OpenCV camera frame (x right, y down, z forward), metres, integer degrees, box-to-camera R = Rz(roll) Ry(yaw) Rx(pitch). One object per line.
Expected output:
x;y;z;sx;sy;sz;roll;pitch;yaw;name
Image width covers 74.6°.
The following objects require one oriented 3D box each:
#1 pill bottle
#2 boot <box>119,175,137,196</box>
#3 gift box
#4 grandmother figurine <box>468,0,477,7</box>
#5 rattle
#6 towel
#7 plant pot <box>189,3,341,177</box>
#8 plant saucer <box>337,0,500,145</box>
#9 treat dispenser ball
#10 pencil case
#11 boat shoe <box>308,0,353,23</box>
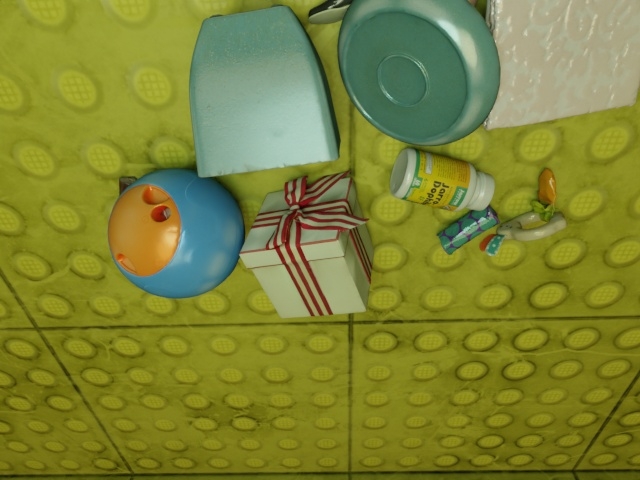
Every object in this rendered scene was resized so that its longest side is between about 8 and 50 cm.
0.273;-0.130;0.947;0.208;0.117;0.117;12;126;-9;pill bottle
-0.447;-0.097;1.034;0.106;0.037;0.114;18;120;-15;boot
0.000;0.000;0.970;0.276;0.255;0.258;-13;128;17;gift box
0.228;-0.379;0.776;0.208;0.104;0.342;-3;131;-16;grandmother figurine
0.466;-0.060;1.007;0.200;0.130;0.143;-15;126;25;rattle
0.425;-0.371;0.707;0.317;0.053;0.332;-12;123;-5;towel
-0.099;-0.276;0.774;0.247;0.248;0.252;-6;111;5;plant pot
0.154;-0.294;0.754;0.317;0.043;0.317;30;151;19;plant saucer
-0.313;-0.015;0.933;0.288;0.288;0.288;0;127;0;treat dispenser ball
0.370;-0.030;1.055;0.152;0.064;0.070;-37;156;24;pencil case
0.038;-0.434;0.770;0.133;0.049;0.042;-11;93;19;boat shoe
